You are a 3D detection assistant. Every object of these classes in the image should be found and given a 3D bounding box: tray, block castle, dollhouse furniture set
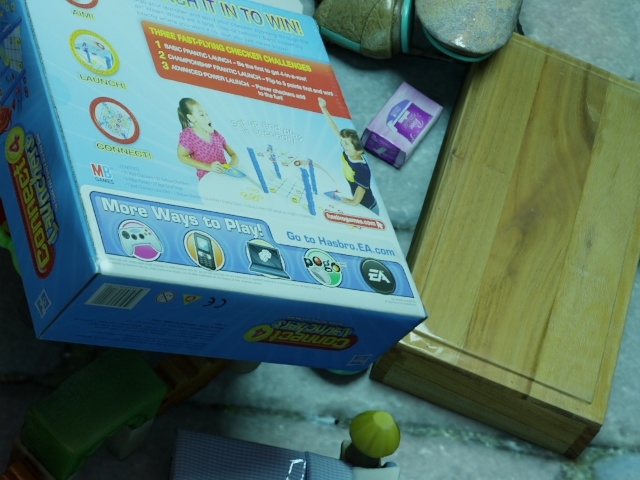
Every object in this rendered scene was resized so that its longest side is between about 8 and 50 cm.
[{"bbox_3d":[0.199,-0.012,1.764,0.203,0.076,0.411,22,51,-3],"label":"tray"},{"bbox_3d":[-0.245,0.044,1.480,0.453,0.213,0.303,-34,72,-34],"label":"block castle"},{"bbox_3d":[-0.066,0.221,1.427,0.286,0.198,0.303,15,52,-9],"label":"dollhouse furniture set"}]

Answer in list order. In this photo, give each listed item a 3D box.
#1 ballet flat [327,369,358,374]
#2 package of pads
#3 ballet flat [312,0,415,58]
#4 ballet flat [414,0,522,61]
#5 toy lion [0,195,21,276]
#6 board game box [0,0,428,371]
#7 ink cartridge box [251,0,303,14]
[{"bbox_3d":[0.000,0.000,1.675,0.083,0.087,0.247,-9,59,-22],"label":"ballet flat"},{"bbox_3d":[0.080,-0.113,1.818,0.050,0.032,0.083,33,52,7],"label":"package of pads"},{"bbox_3d":[0.058,-0.325,1.928,0.124,0.116,0.342,8,56,9],"label":"ballet flat"},{"bbox_3d":[0.164,-0.284,1.859,0.108,0.106,0.316,19,30,1],"label":"ballet flat"},{"bbox_3d":[-0.206,-0.009,1.388,0.096,0.034,0.100,12,58,-18],"label":"toy lion"},{"bbox_3d":[-0.099,-0.060,1.414,0.308,0.086,0.302,10,49,-40],"label":"board game box"},{"bbox_3d":[-0.174,-0.225,1.624,0.278,0.201,0.117,48,39,-38],"label":"ink cartridge box"}]
